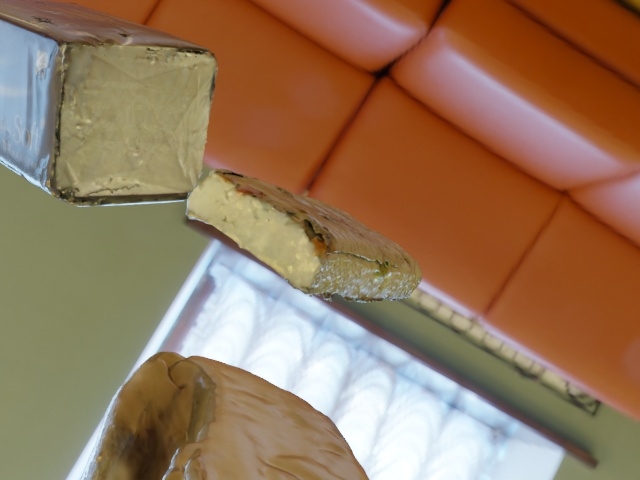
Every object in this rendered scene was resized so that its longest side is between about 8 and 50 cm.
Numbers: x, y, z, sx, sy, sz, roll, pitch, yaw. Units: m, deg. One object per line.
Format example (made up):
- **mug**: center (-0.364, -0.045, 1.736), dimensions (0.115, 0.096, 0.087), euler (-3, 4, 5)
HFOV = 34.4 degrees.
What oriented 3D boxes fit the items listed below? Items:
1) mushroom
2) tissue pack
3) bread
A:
- **mushroom**: center (-0.106, 0.278, 0.882), dimensions (0.224, 0.314, 0.397), euler (22, -167, -19)
- **tissue pack**: center (-0.314, -0.181, 1.268), dimensions (0.210, 0.198, 0.370), euler (-8, -157, -40)
- **bread**: center (0.000, 0.000, 0.470), dimensions (0.068, 0.028, 0.153), euler (33, -173, 20)
